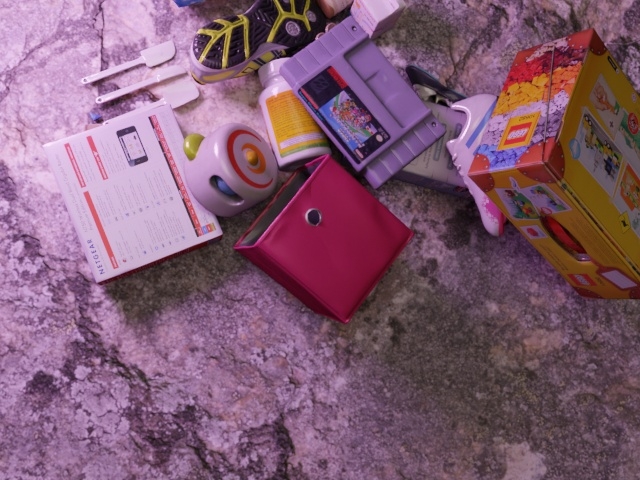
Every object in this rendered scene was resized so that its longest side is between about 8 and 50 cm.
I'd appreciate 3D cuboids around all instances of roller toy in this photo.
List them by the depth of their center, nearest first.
[{"bbox_3d":[-0.195,-0.162,1.540,0.209,0.146,0.191,-5,74,-53],"label":"roller toy"}]

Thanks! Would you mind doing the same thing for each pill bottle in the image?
[{"bbox_3d":[-0.069,-0.299,1.616,0.136,0.136,0.246,-15,85,-10],"label":"pill bottle"}]

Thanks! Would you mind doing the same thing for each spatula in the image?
[{"bbox_3d":[-0.432,-0.369,1.627,0.242,0.019,0.168,-25,86,-14],"label":"spatula"}]

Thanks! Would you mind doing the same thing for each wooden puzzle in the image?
[{"bbox_3d":[-0.520,-0.242,1.608,0.078,0.014,0.116,4,83,-12],"label":"wooden puzzle"}]

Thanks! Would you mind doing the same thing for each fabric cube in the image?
[{"bbox_3d":[0.000,0.000,1.508,0.258,0.259,0.254,41,78,-12],"label":"fabric cube"}]

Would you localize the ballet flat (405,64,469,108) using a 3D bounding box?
[{"bbox_3d":[0.292,-0.366,1.712,0.203,0.074,0.074,30,80,-6],"label":"ballet flat"}]

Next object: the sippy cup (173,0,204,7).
[{"bbox_3d":[-0.273,-0.671,1.601,0.224,0.240,0.305,-23,77,0],"label":"sippy cup"}]

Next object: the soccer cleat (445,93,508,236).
[{"bbox_3d":[0.365,-0.173,1.576,0.143,0.116,0.331,-2,87,15],"label":"soccer cleat"}]

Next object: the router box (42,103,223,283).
[{"bbox_3d":[-0.425,-0.107,1.559,0.301,0.082,0.335,-21,87,-14],"label":"router box"}]

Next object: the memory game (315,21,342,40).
[{"bbox_3d":[0.059,-0.448,1.679,0.186,0.012,0.186,-3,95,-31],"label":"memory game"}]

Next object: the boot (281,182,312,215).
[{"bbox_3d":[-0.090,-0.068,1.638,0.114,0.037,0.106,-44,88,-6],"label":"boot"}]

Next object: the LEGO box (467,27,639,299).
[{"bbox_3d":[0.601,-0.152,1.530,0.500,0.193,0.372,40,64,-29],"label":"LEGO box"}]

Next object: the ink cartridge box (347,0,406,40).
[{"bbox_3d":[0.139,-0.572,1.676,0.090,0.143,0.092,-35,89,-11],"label":"ink cartridge box"}]

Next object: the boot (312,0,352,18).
[{"bbox_3d":[0.032,-0.714,1.703,0.203,0.095,0.262,-33,90,-10],"label":"boot"}]

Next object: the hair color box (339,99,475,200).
[{"bbox_3d":[0.253,-0.235,1.667,0.374,0.113,0.185,14,82,-6],"label":"hair color box"}]

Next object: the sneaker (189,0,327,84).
[{"bbox_3d":[-0.156,-0.486,1.633,0.384,0.147,0.145,-26,89,-29],"label":"sneaker"}]

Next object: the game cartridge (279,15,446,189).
[{"bbox_3d":[0.097,-0.317,1.557,0.230,0.068,0.355,-40,90,-21],"label":"game cartridge"}]
